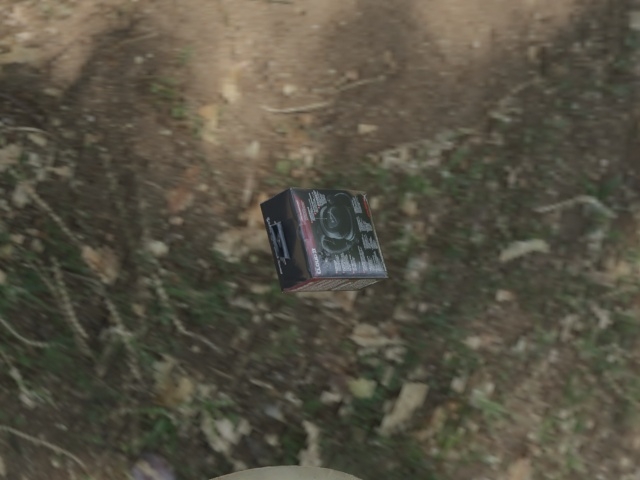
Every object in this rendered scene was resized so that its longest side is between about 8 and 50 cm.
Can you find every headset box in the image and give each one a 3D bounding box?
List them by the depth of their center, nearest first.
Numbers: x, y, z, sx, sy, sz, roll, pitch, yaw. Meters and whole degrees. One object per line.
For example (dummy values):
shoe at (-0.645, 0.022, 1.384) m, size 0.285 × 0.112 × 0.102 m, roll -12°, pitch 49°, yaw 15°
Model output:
headset box at (0.000, 0.000, 1.155) m, size 0.083 × 0.032 × 0.062 m, roll -1°, pitch 71°, yaw -47°

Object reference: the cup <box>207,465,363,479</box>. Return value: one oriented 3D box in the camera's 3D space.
cup at (-0.030, 0.371, 1.347) m, size 0.331 × 0.237 × 0.331 m, roll -13°, pitch 127°, yaw -17°
